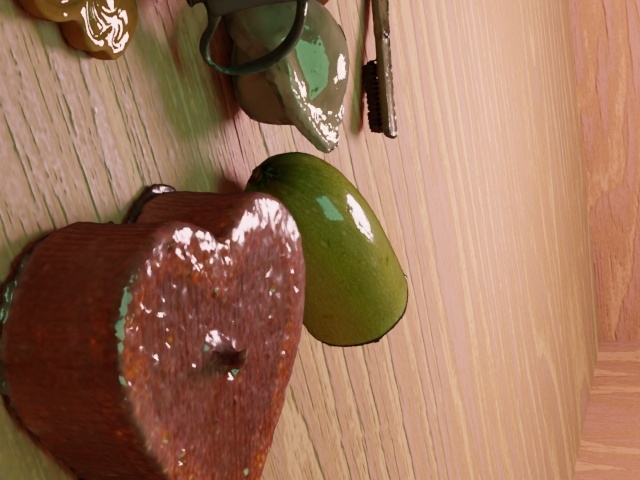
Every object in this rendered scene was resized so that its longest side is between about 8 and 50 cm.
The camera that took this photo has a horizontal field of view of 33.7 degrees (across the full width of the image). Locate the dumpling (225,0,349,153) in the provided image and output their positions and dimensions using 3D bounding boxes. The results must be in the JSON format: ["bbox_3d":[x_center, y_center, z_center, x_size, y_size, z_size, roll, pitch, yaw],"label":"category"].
[{"bbox_3d":[-0.038,-0.178,1.038,0.136,0.118,0.199,0,61,-61],"label":"dumpling"}]

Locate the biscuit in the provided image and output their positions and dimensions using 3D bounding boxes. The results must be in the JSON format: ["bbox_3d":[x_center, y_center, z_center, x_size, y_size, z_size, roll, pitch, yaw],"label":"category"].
[{"bbox_3d":[-0.193,-0.235,0.764,0.236,0.040,0.144,63,39,-43],"label":"biscuit"}]

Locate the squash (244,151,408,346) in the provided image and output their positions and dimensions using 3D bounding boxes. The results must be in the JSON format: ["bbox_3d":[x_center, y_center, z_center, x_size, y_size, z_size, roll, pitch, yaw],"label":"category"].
[{"bbox_3d":[0.000,0.000,1.088,0.247,0.132,0.132,59,37,-52],"label":"squash"}]

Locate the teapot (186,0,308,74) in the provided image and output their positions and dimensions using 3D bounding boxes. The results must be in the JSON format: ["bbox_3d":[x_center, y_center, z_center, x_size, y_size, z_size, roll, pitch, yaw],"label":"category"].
[{"bbox_3d":[-0.083,-0.250,0.894,0.162,0.149,0.239,-120,-170,-54],"label":"teapot"}]

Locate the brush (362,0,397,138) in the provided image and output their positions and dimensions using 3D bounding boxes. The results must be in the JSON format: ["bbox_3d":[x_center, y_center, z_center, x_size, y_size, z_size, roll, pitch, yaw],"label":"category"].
[{"bbox_3d":[0.074,-0.256,1.409,0.043,0.036,0.248,29,56,-69],"label":"brush"}]

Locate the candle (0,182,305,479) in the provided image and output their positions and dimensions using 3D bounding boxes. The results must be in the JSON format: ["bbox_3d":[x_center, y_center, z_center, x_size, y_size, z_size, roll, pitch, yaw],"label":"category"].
[{"bbox_3d":[-0.105,0.104,0.842,0.317,0.131,0.287,-20,110,-65],"label":"candle"}]

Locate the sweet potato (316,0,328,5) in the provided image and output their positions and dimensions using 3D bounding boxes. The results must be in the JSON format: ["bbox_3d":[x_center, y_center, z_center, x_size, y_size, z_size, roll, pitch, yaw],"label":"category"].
[{"bbox_3d":[-0.032,-0.280,1.111,0.214,0.050,0.050,3,86,-72],"label":"sweet potato"}]
